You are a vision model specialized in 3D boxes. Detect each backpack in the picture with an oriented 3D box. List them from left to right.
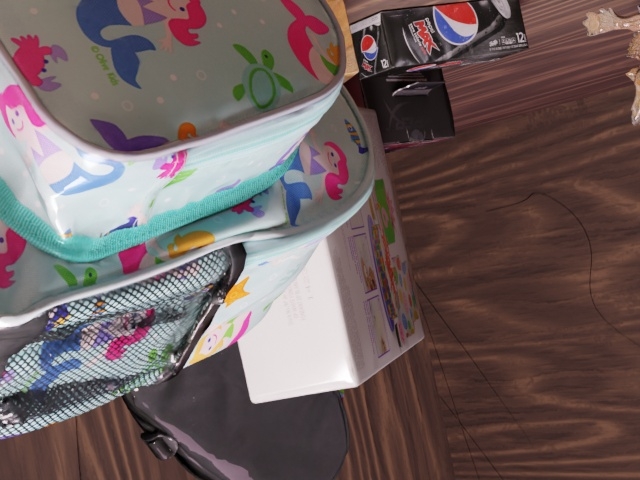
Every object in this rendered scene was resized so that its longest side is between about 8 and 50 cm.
[{"bbox_3d":[-0.099,-0.056,0.576,0.253,0.225,0.191,-11,149,-52],"label":"backpack"},{"bbox_3d":[-0.127,0.077,1.476,0.273,0.290,0.355,-49,-142,-8],"label":"backpack"}]

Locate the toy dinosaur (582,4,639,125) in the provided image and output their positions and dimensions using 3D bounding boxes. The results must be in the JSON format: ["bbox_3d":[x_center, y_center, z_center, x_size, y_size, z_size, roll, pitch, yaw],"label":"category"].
[{"bbox_3d":[0.405,-0.225,1.450,0.295,0.127,0.200,-26,179,35],"label":"toy dinosaur"}]

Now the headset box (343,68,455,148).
[{"bbox_3d":[0.000,-0.140,1.626,0.293,0.110,0.218,-11,180,31],"label":"headset box"}]

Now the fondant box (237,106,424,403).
[{"bbox_3d":[0.000,0.000,1.282,0.096,0.238,0.330,-12,180,15],"label":"fondant box"}]

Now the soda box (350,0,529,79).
[{"bbox_3d":[0.113,-0.191,1.341,0.169,0.053,0.060,-13,180,-33],"label":"soda box"}]

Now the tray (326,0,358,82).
[{"bbox_3d":[-0.109,-0.136,1.268,0.202,0.076,0.411,-12,-179,-10],"label":"tray"}]
